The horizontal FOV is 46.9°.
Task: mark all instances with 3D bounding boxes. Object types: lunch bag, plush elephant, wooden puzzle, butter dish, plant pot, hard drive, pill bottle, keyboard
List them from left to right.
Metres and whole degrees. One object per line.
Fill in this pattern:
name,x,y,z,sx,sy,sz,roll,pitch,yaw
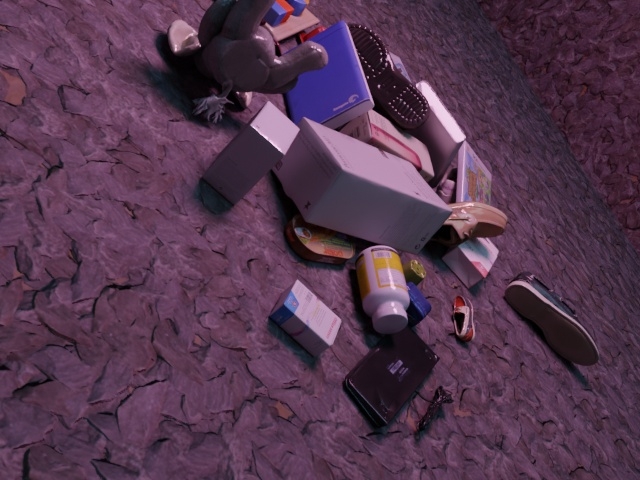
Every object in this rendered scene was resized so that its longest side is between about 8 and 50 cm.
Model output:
plush elephant,-0.191,-0.433,1.668,0.272,0.330,0.255,40,7,-39
wooden puzzle,-0.170,-0.718,2.106,0.322,0.080,0.348,42,31,1
hard drive,0.006,-0.412,1.907,0.040,0.210,0.318,45,25,-48
butter dish,0.033,-0.576,2.201,0.160,0.118,0.159,18,43,-40
pill bottle,0.137,0.108,1.612,0.103,0.103,0.184,26,39,-33
keyboard,0.176,0.298,1.528,0.201,0.033,0.317,47,32,8
plant pot,0.204,0.087,1.741,0.083,0.079,0.083,31,37,-27
lunch bag,0.197,0.146,1.680,0.098,0.067,0.065,50,31,3
hard drive,0.303,-0.291,2.102,0.040,0.307,0.203,-28,75,-15

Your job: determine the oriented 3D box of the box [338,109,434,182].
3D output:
box,0.162,-0.218,1.949,0.232,0.149,0.126,27,38,-31

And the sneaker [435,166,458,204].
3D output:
sneaker,0.417,-0.149,2.178,0.114,0.152,0.305,22,25,18

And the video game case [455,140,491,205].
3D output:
video game case,0.439,-0.147,2.102,0.193,0.023,0.212,39,50,-44

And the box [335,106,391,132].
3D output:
box,0.104,-0.361,2.069,0.207,0.108,0.153,33,35,-25

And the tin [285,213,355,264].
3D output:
tin,0.000,0.000,1.623,0.190,0.040,0.106,11,44,-46

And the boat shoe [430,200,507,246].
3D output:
boat shoe,0.347,-0.034,1.969,0.341,0.121,0.110,5,57,-17

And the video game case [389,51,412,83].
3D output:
video game case,0.213,-0.549,2.474,0.300,0.036,0.328,16,45,-42

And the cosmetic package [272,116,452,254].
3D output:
cosmetic package,0.097,-0.119,1.722,0.385,0.156,0.217,16,29,-44

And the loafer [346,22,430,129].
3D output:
loafer,0.153,-0.429,2.011,0.365,0.134,0.130,56,-5,15

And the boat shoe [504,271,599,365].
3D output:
boat shoe,0.685,0.220,2.152,0.340,0.127,0.113,39,44,1

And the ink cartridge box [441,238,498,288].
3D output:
ink cartridge box,0.425,0.041,2.077,0.115,0.067,0.198,50,33,1

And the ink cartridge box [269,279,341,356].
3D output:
ink cartridge box,-0.027,0.149,1.413,0.122,0.052,0.088,42,32,-9

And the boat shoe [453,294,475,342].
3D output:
boat shoe,0.353,0.191,1.848,0.043,0.049,0.137,27,43,-29

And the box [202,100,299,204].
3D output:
box,-0.141,-0.178,1.509,0.091,0.170,0.130,42,33,-13
